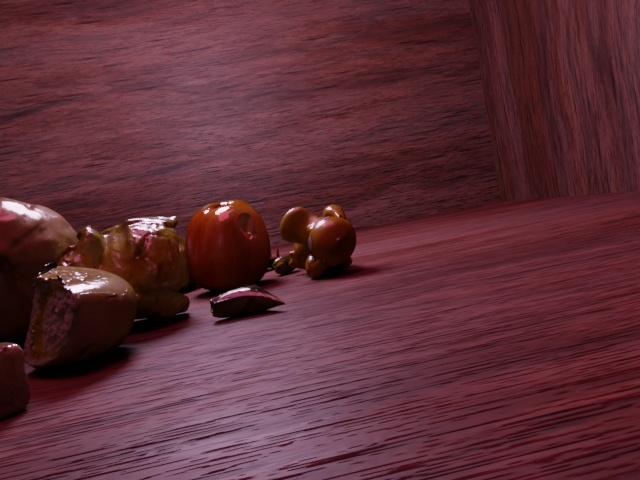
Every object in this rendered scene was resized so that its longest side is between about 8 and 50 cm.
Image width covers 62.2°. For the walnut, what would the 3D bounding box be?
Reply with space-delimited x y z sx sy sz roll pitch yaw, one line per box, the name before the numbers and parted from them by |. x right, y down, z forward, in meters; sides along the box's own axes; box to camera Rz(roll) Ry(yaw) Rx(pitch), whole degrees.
walnut | -0.696 0.072 1.151 0.382 0.381 0.381 -11 3 1

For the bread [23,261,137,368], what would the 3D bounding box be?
bread | -0.378 0.125 0.851 0.156 0.158 0.261 8 3 -11

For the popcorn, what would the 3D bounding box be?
popcorn | -0.404 0.068 1.097 0.277 0.225 0.276 -10 -1 0

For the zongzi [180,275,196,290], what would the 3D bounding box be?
zongzi | -0.502 0.112 1.590 0.251 0.125 0.274 -8 10 21

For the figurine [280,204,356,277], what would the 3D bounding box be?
figurine | 0.005 0.004 1.382 0.215 0.215 0.228 -10 -20 8

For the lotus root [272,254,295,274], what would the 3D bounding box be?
lotus root | -0.100 0.070 1.556 0.049 0.054 0.099 -20 -3 36

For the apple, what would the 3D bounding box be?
apple | -0.252 0.011 1.426 0.242 0.240 0.242 -8 1 0

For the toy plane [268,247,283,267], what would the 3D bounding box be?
toy plane | -0.181 0.072 1.737 0.130 0.061 0.189 -8 8 24

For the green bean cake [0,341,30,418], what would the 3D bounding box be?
green bean cake | -0.442 0.174 0.629 0.179 0.085 0.109 -7 6 34

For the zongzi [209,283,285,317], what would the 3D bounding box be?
zongzi | -0.137 0.120 0.971 0.104 0.052 0.113 -22 22 -33
